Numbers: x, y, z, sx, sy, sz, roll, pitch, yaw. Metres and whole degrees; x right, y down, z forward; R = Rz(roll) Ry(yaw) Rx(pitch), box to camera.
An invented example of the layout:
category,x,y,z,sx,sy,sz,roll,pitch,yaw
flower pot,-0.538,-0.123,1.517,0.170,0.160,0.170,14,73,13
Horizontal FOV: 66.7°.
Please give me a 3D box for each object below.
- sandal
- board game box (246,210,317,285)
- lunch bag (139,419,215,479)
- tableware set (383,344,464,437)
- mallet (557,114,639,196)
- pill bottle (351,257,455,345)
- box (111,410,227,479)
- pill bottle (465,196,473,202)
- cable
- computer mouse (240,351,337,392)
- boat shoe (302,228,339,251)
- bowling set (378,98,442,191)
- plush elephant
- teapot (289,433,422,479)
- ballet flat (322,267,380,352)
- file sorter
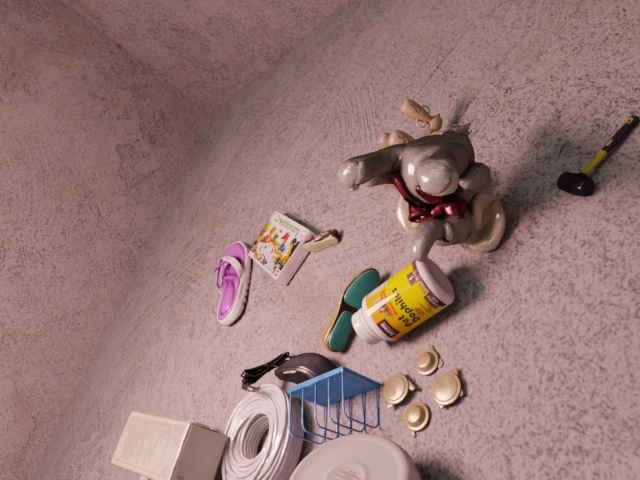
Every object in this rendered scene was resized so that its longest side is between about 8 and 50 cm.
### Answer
category,x,y,z,sx,sy,sz,roll,pitch,yaw
sandal,-0.338,0.127,1.792,0.169,0.102,0.416,-43,32,19
board game box,-0.137,0.018,1.667,0.193,0.053,0.305,-56,30,-3
lunch bag,-0.401,0.654,1.355,0.224,0.108,0.279,-22,45,36
tableware set,0.199,0.293,0.960,0.169,0.020,0.141,-46,33,12
mallet,0.540,-0.160,0.921,0.190,0.039,0.062,-45,30,9
pill bottle,0.173,0.138,1.053,0.215,0.117,0.117,-40,33,24
box,-0.392,0.536,1.245,0.311,0.121,0.148,-10,53,44
pill bottle,0.274,-0.085,1.162,0.160,0.087,0.087,-38,34,24
cable,-0.142,0.486,1.180,0.257,0.089,0.257,-51,30,4
computer mouse,-0.089,0.320,1.195,0.184,0.060,0.262,-20,10,-36
boat shoe,0.001,0.001,1.497,0.133,0.049,0.042,-20,46,35
bowling set,0.227,-0.225,1.350,0.287,0.154,0.200,-67,14,-18
plush elephant,0.234,-0.080,1.005,0.272,0.255,0.330,6,28,42
teapot,0.073,0.470,0.812,0.252,0.187,0.256,-19,15,-1
ballet flat,0.068,0.167,1.217,0.232,0.080,0.073,-58,15,-9
file sorter,0.027,0.359,1.042,0.170,0.118,0.104,-32,41,33
